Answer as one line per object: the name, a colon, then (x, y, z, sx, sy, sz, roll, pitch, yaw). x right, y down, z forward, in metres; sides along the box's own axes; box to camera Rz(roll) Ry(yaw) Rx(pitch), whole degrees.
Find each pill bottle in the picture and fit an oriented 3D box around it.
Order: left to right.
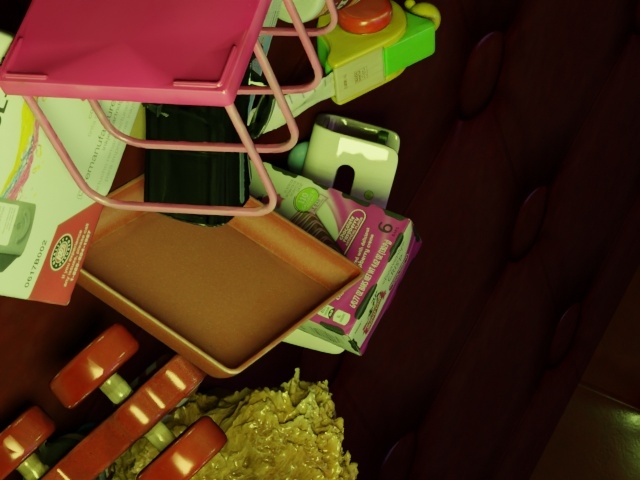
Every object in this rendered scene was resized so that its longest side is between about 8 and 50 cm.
pill bottle: (0.004, -0.302, 2.022, 0.152, 0.086, 0.086, -29, 135, -53)

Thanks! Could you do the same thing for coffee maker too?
coffee maker: (-0.137, -0.110, 1.827, 0.171, 0.120, 0.178, -27, 135, -36)

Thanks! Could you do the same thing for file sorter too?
file sorter: (-0.104, -0.185, 1.509, 0.182, 0.202, 0.291, 66, 35, -51)

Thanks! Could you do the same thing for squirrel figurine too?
squirrel figurine: (-0.044, 0.329, 2.107, 0.281, 0.370, 0.397, -57, 153, -21)

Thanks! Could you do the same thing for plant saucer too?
plant saucer: (-0.125, 0.032, 1.847, 0.258, 0.259, 0.048, -35, 153, -50)

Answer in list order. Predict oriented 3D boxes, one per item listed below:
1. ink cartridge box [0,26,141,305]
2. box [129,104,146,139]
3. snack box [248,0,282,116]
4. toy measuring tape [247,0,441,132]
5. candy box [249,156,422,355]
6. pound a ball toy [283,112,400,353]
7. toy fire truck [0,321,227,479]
ink cartridge box: (-0.307, -0.076, 1.524, 0.306, 0.131, 0.226, 15, 96, -67)
box: (-0.143, -0.185, 1.899, 0.201, 0.021, 0.164, -3, 113, -64)
snack box: (-0.083, -0.203, 1.950, 0.064, 0.022, 0.178, -6, 115, -63)
toy measuring tape: (0.000, -0.217, 2.112, 0.330, 0.121, 0.121, -28, 139, -23)
candy box: (-0.023, 0.014, 2.054, 0.159, 0.233, 0.071, -62, 155, -16)
pound a ball toy: (0.000, 0.000, 2.257, 0.208, 0.135, 0.319, -75, 180, -75)
toy fire truck: (-0.218, 0.207, 1.873, 0.302, 0.169, 0.254, -44, 180, 12)
